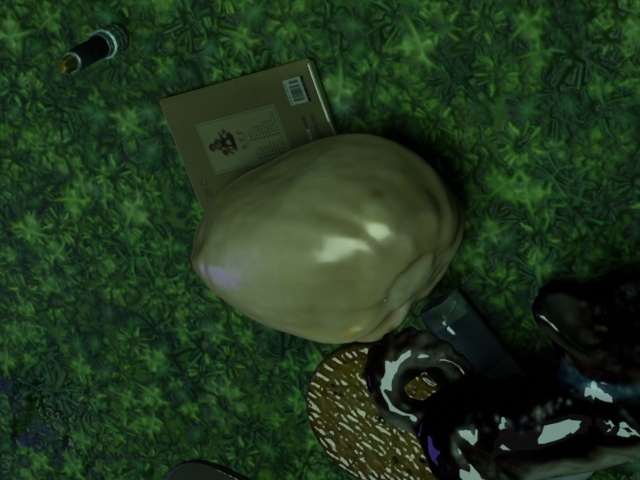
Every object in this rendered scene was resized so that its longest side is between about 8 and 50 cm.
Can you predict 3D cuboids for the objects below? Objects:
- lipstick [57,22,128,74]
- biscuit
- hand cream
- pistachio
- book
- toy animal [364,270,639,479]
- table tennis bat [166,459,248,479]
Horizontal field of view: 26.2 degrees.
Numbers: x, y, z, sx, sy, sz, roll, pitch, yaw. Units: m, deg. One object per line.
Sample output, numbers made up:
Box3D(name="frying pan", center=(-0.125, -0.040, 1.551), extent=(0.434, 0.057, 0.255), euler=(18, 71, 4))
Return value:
Box3D(name="lipstick", center=(-0.253, -0.203, 1.495), extent=(0.037, 0.116, 0.037), euler=(11, 119, 22))
Box3D(name="biscuit", center=(0.072, 0.201, 1.581), extent=(0.188, 0.027, 0.188), euler=(9, 116, 20))
Box3D(name="hand cream", center=(0.200, 0.167, 1.494), extent=(0.079, 0.048, 0.255), euler=(-31, 100, 38))
Box3D(name="pistachio", center=(0.000, 0.000, 1.430), extent=(0.318, 0.193, 0.214), euler=(-3, 87, 36))
Box3D(name="book", center=(-0.072, -0.114, 1.510), extent=(0.198, 0.016, 0.138), euler=(-11, 108, 29))
Box3D(name="toy animal", center=(0.236, 0.146, 1.363), extent=(0.344, 0.194, 0.303), euler=(-41, 89, 11))
Box3D(name="table tennis bat", center=(-0.095, 0.358, 1.741), extent=(0.234, 0.022, 0.131), euler=(22, 119, 18))
